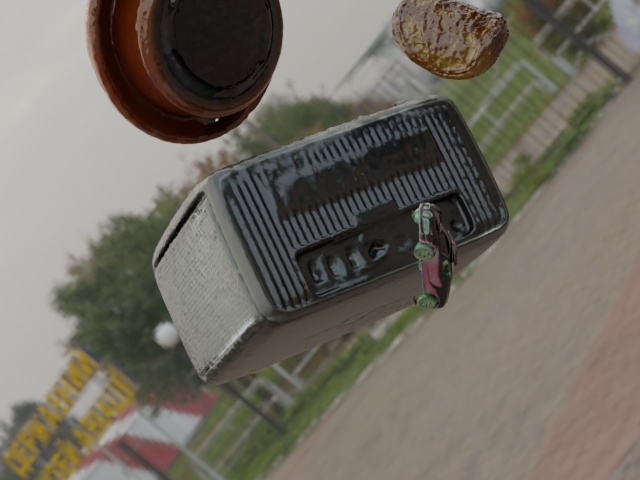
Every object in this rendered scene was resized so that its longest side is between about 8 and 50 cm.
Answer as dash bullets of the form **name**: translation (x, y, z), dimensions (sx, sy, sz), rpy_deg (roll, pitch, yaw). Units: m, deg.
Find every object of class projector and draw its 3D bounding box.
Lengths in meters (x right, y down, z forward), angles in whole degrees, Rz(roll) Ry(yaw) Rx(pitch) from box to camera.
- **projector**: translation (0.000, 0.000, 1.867), dimensions (0.395, 0.242, 0.405), rpy_deg (-20, -11, -22)

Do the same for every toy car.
- **toy car**: translation (0.133, 0.019, 1.574), dimensions (0.069, 0.055, 0.142), rpy_deg (-84, -11, -45)

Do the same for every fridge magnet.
- **fridge magnet**: translation (-0.197, -0.329, 2.081), dimensions (0.155, 0.363, 0.363), rpy_deg (10, 52, 47)

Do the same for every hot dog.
- **hot dog**: translation (0.156, -0.251, 1.633), dimensions (0.099, 0.147, 0.065), rpy_deg (-63, -25, -15)

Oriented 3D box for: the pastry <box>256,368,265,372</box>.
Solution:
- **pastry**: translation (-0.135, 0.149, 2.153), dimensions (0.156, 0.156, 0.092), rpy_deg (-49, 15, 54)
